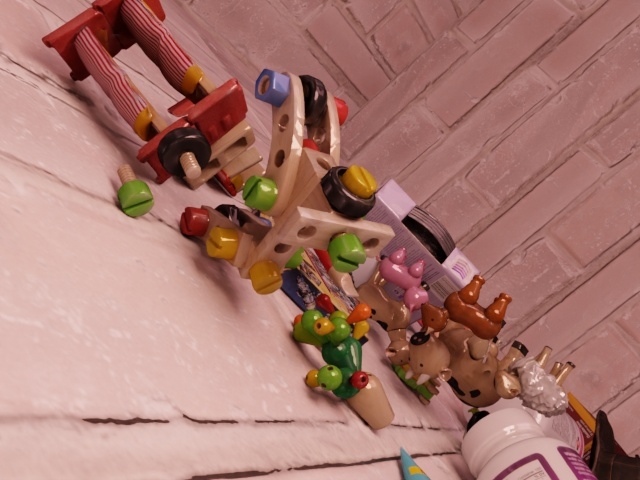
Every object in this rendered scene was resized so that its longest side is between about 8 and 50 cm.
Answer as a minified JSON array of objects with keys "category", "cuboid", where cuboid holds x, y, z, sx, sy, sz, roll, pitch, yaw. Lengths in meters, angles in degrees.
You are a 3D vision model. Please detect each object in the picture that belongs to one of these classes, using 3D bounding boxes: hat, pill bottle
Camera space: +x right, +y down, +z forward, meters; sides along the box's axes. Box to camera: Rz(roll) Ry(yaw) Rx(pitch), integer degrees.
[{"category":"hat","cuboid":[0.508,0.447,1.086,0.331,0.134,0.331,2,87,-62]},{"category":"pill bottle","cuboid":[0.315,0.382,0.929,0.169,0.169,0.301,41,13,-35]},{"category":"pill bottle","cuboid":[0.417,0.380,1.397,0.283,0.160,0.160,41,13,-39]}]

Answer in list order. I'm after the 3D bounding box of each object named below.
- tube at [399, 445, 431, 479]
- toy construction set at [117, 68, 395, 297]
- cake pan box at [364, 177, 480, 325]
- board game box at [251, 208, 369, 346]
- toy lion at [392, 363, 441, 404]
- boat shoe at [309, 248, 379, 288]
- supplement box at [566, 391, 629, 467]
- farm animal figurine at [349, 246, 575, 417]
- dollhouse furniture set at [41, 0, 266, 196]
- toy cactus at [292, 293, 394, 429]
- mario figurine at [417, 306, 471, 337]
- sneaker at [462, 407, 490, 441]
[{"category":"tube","cuboid":[0.129,0.310,0.774,0.080,0.052,0.207,57,2,-7]},{"category":"toy construction set","cuboid":[-0.019,-0.010,0.781,0.309,0.257,0.237,42,13,-52]},{"category":"cake pan box","cuboid":[0.139,0.037,1.302,0.246,0.267,0.070,45,53,0]},{"category":"board game box","cuboid":[-0.025,0.056,1.072,0.243,0.042,0.165,46,10,-13]},{"category":"toy lion","cuboid":[0.171,0.248,1.229,0.096,0.034,0.100,42,10,10]},{"category":"boat shoe","cuboid":[0.000,0.000,1.244,0.301,0.108,0.102,35,17,-29]},{"category":"supplement box","cuboid":[0.587,0.496,1.594,0.194,0.191,0.129,41,12,-35]},{"category":"farm animal figurine","cuboid":[0.200,0.172,1.123,0.327,0.172,0.330,41,-12,-19]},{"category":"dollhouse furniture set","cuboid":[-0.212,-0.176,0.977,0.201,0.152,0.374,50,-7,9]},{"category":"toy cactus","cuboid":[0.041,0.154,0.865,0.180,0.112,0.219,57,0,-10]},{"category":"mario figurine","cuboid":[0.294,0.169,1.620,0.198,0.170,0.320,-10,42,-38]},{"category":"sneaker","cuboid":[0.306,0.369,1.108,0.234,0.084,0.097,46,-33,49]}]
